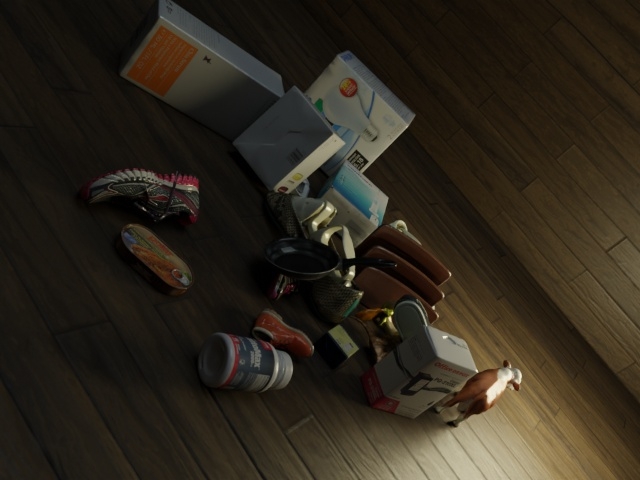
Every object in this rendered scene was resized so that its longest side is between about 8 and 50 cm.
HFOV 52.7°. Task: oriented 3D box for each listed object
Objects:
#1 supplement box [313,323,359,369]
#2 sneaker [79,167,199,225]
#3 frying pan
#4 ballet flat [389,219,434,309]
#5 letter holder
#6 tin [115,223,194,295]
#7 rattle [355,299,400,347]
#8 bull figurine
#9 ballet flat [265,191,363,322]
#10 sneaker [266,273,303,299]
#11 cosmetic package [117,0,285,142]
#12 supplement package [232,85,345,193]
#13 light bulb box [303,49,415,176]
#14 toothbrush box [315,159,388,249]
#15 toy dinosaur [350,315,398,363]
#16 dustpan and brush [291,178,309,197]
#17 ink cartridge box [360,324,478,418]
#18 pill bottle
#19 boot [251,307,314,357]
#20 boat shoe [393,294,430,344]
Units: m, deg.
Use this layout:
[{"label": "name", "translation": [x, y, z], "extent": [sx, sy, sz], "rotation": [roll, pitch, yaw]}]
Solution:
[{"label": "supplement box", "translation": [0.041, 0.268, 1.637], "extent": [0.083, 0.056, 0.083], "rotation": [51, 26, 11]}, {"label": "sneaker", "translation": [-0.394, -0.097, 1.461], "extent": [0.299, 0.120, 0.112], "rotation": [0, 81, -46]}, {"label": "frying pan", "translation": [0.010, 0.044, 1.675], "extent": [0.326, 0.053, 0.197], "rotation": [-2, 27, -24]}, {"label": "ballet flat", "translation": [0.314, 0.087, 2.226], "extent": [0.139, 0.139, 0.400], "rotation": [18, 38, -44]}, {"label": "letter holder", "translation": [0.245, 0.121, 1.973], "extent": [0.302, 0.214, 0.152], "rotation": [36, 27, -21]}, {"label": "tin", "translation": [-0.357, 0.042, 1.394], "extent": [0.189, 0.040, 0.106], "rotation": [43, 30, -6]}, {"label": "rattle", "translation": [0.206, 0.280, 1.859], "extent": [0.142, 0.130, 0.200], "rotation": [-14, 89, -49]}, {"label": "bull figurine", "translation": [0.465, 0.441, 1.867], "extent": [0.310, 0.188, 0.101], "rotation": [1, 51, -56]}, {"label": "ballet flat", "translation": [0.000, 0.000, 1.821], "extent": [0.164, 0.182, 0.483], "rotation": [15, 39, -45]}, {"label": "sneaker", "translation": [-0.084, 0.115, 1.664], "extent": [0.075, 0.063, 0.170], "rotation": [38, 21, -3]}, {"label": "cosmetic package", "translation": [-0.354, -0.503, 1.971], "extent": [0.453, 0.230, 0.161], "rotation": [27, 32, -32]}, {"label": "supplement package", "translation": [-0.095, -0.301, 1.997], "extent": [0.204, 0.262, 0.145], "rotation": [52, 11, 12]}, {"label": "light bulb box", "translation": [0.097, -0.452, 2.422], "extent": [0.361, 0.358, 0.225], "rotation": [43, 24, -4]}, {"label": "toothbrush box", "translation": [0.105, -0.128, 2.229], "extent": [0.216, 0.126, 0.295], "rotation": [41, 27, -9]}, {"label": "toy dinosaur", "translation": [0.152, 0.280, 1.780], "extent": [0.112, 0.064, 0.211], "rotation": [19, 36, -41]}, {"label": "dustpan and brush", "translation": [-0.105, -0.229, 2.134], "extent": [0.211, 0.060, 0.147], "rotation": [39, 26, -14]}, {"label": "ink cartridge box", "translation": [0.250, 0.338, 1.639], "extent": [0.172, 0.237, 0.100], "rotation": [25, 33, -36]}, {"label": "pill bottle", "translation": [-0.149, 0.253, 1.318], "extent": [0.180, 0.108, 0.108], "rotation": [20, 36, -43]}, {"label": "boot", "translation": [-0.090, 0.233, 1.500], "extent": [0.158, 0.059, 0.085], "rotation": [35, 29, -2]}, {"label": "boat shoe", "translation": [0.278, 0.295, 1.795], "extent": [0.091, 0.114, 0.303], "rotation": [-53, 133, -71]}]
